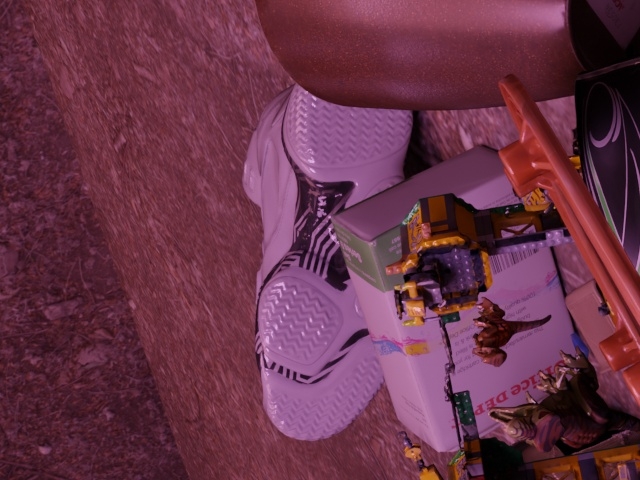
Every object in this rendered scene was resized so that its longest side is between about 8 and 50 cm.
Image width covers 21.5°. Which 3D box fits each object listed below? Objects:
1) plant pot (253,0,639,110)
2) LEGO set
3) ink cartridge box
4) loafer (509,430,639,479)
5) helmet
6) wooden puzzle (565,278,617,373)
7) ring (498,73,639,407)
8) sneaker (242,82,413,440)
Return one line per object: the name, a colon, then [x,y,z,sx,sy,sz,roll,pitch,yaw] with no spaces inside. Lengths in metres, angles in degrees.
plant pot: [0.109,-0.173,1.079,0.230,0.215,0.215,20,136,47]
LEGO set: [0.177,0.118,1.165,0.192,0.255,0.331,-89,-4,-61]
ink cartridge box: [0.119,0.049,1.431,0.093,0.154,0.212,31,145,62]
loafer: [0.229,0.181,1.434,0.251,0.094,0.087,-10,100,64]
helmet: [0.228,-0.037,0.949,0.169,0.169,0.161,172,79,-73]
wooden puzzle: [0.229,0.070,1.377,0.078,0.014,0.116,68,164,1]
ring: [0.170,0.064,0.901,0.336,0.032,0.336,61,-175,-9]
sneaker: [0.000,0.000,1.617,0.210,0.137,0.365,-163,80,-78]
